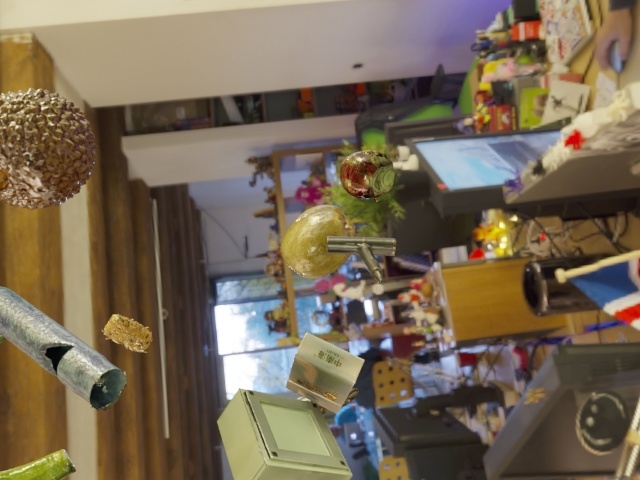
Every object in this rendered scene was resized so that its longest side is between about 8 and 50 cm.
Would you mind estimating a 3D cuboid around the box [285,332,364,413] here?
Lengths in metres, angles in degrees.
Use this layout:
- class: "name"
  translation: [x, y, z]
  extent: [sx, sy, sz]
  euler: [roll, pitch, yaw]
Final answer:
- class: "box"
  translation: [0.005, 0.326, 1.493]
  extent: [0.067, 0.155, 0.243]
  euler: [-59, -9, -32]

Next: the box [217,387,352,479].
- class: "box"
  translation: [-0.082, 0.453, 1.362]
  extent: [0.118, 0.224, 0.225]
  euler: [-58, 34, 17]

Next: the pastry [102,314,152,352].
- class: "pastry"
  translation: [-0.525, 0.257, 1.703]
  extent: [0.080, 0.140, 0.056]
  euler: [-57, 39, 4]

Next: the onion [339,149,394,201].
- class: "onion"
  translation: [0.095, -0.141, 1.335]
  extent: [0.117, 0.118, 0.119]
  euler: [-9, -86, -50]

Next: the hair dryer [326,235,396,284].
- class: "hair dryer"
  translation: [0.098, 0.048, 1.473]
  extent: [0.195, 0.173, 0.050]
  euler: [-87, -3, -63]

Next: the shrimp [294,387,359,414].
- class: "shrimp"
  translation: [-0.065, 0.480, 1.693]
  extent: [0.233, 0.364, 0.071]
  euler: [60, -168, -86]

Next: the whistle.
- class: "whistle"
  translation: [-0.389, 0.137, 0.862]
  extent: [0.062, 0.304, 0.062]
  euler: [-38, -40, -40]

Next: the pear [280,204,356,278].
- class: "pear"
  translation: [0.000, 0.000, 1.782]
  extent: [0.188, 0.211, 0.228]
  euler: [47, -167, -5]

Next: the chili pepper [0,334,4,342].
- class: "chili pepper"
  translation: [-0.659, 0.205, 1.123]
  extent: [0.050, 0.182, 0.073]
  euler: [56, 176, -26]

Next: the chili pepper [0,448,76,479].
- class: "chili pepper"
  translation: [-0.439, 0.339, 0.843]
  extent: [0.050, 0.201, 0.052]
  euler: [3, 101, 52]

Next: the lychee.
- class: "lychee"
  translation: [-0.595, -0.199, 1.300]
  extent: [0.267, 0.267, 0.268]
  euler: [174, 90, -86]
